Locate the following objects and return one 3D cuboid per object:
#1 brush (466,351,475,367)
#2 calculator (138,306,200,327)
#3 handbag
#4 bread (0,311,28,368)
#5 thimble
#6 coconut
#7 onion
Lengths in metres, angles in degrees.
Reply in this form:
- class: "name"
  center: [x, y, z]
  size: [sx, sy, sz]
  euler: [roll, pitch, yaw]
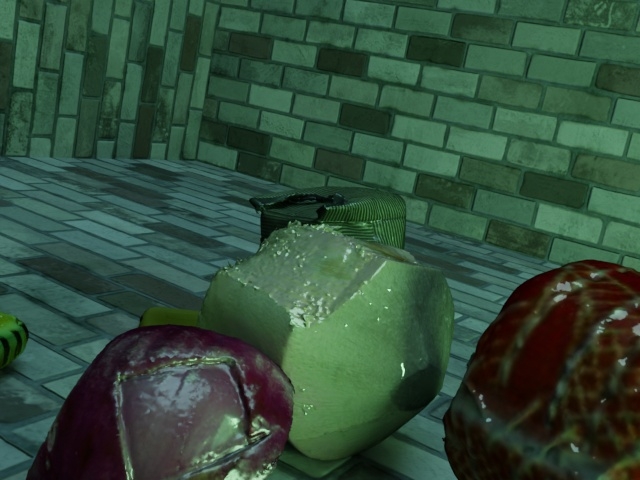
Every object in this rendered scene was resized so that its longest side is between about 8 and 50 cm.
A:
- class: "brush"
  center: [0.304, 0.245, 1.267]
  size: [0.028, 0.034, 0.190]
  euler: [25, 7, -17]
- class: "calculator"
  center: [-0.222, 0.151, 1.211]
  size: [0.157, 0.033, 0.236]
  euler: [7, 11, -17]
- class: "handbag"
  center: [0.000, 0.000, 1.599]
  size: [0.341, 0.247, 0.240]
  euler: [6, 3, 40]
- class: "bread"
  center: [-0.461, 0.136, 0.966]
  size: [0.130, 0.071, 0.139]
  euler: [12, 13, 17]
- class: "thimble"
  center: [0.324, 0.199, 0.790]
  size: [0.350, 0.350, 0.231]
  euler: [2, 17, -37]
- class: "coconut"
  center: [0.023, 0.126, 0.959]
  size: [0.297, 0.297, 0.310]
  euler: [-1, 14, -45]
- class: "onion"
  center: [-0.158, 0.164, 0.740]
  size: [0.248, 0.111, 0.250]
  euler: [3, 36, 21]
